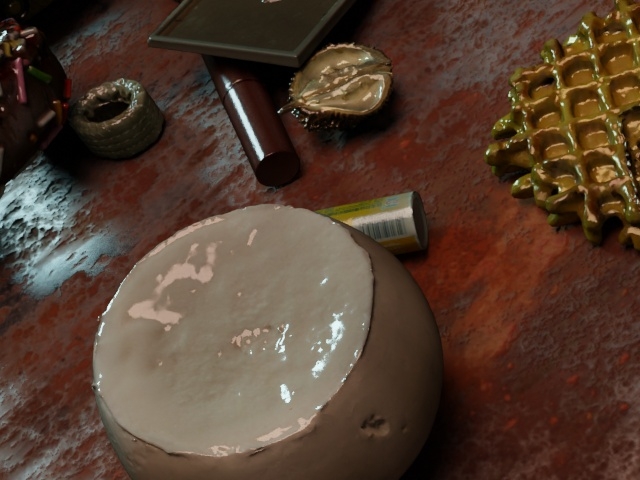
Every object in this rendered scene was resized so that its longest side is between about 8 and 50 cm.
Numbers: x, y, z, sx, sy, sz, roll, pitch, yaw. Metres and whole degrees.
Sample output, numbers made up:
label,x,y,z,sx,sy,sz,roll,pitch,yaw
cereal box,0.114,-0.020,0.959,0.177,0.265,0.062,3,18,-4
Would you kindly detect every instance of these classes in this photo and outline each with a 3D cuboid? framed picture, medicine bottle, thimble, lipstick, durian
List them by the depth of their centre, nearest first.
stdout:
label,x,y,z,sx,sy,sz,roll,pitch,yaw
medicine bottle,0.000,0.000,1.550,0.218,0.074,0.074,-11,52,16
durian,0.017,-0.155,1.656,0.140,0.071,0.110,-26,52,-12
lipstick,-0.102,-0.197,1.756,0.057,0.057,0.356,-28,48,5
framed picture,-0.045,-0.304,1.778,0.213,0.016,0.289,11,46,29
thimble,-0.247,-0.145,1.782,0.110,0.062,0.084,-3,54,24

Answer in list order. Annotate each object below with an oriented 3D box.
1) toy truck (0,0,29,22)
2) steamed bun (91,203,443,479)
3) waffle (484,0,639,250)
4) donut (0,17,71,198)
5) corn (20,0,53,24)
label,x,y,z,sx,sy,sz,roll,pitch,yaw
toy truck,-0.381,-0.392,1.873,0.127,0.127,0.257,24,75,33
steamed bun,-0.043,0.128,1.381,0.324,0.206,0.324,-12,50,15
waffle,0.306,-0.139,1.507,0.293,0.069,0.260,-45,50,-13
donut,-0.418,-0.113,1.742,0.345,0.136,0.259,-50,22,-14
corn,-0.369,-0.359,1.981,0.320,0.097,0.097,-36,48,0
